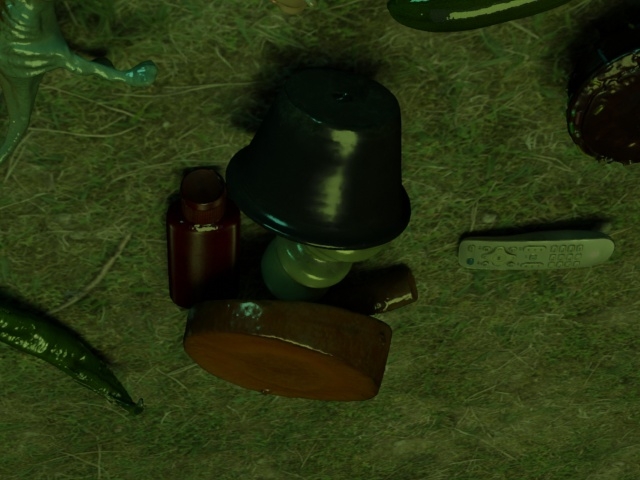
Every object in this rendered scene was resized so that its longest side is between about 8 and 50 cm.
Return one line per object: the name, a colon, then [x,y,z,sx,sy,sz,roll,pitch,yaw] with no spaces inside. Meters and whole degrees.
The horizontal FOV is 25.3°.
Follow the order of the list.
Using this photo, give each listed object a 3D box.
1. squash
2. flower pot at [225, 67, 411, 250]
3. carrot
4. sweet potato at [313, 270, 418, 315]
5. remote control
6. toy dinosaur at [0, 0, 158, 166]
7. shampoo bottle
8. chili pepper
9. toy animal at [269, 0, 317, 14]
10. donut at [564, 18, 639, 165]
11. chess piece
squash: [0.203,-0.280,1.604,0.258,0.069,0.069,-12,147,6]
flower pot: [0.011,-0.112,1.710,0.235,0.235,0.148,2,126,-17]
carrot: [-0.050,0.151,2.023,0.307,0.100,0.258,16,157,-29]
sweet potato: [0.006,0.106,2.147,0.281,0.059,0.067,-17,163,16]
remote control: [0.317,0.008,2.096,0.229,0.044,0.073,-1,146,2]
toy dinosaur: [-0.305,-0.200,1.579,0.206,0.092,0.393,16,141,-33]
shampoo bottle: [-0.159,0.002,1.944,0.102,0.064,0.260,-2,146,-5]
chili pepper: [-0.394,0.166,2.128,0.085,0.076,0.359,-9,148,37]
toy animal: [-0.029,-0.277,1.538,0.114,0.082,0.091,12,143,-30]
donut: [0.408,-0.184,1.736,0.235,0.089,0.235,-5,145,-4]
chess piece: [0.000,0.000,1.932,0.145,0.144,0.251,6,150,-22]
